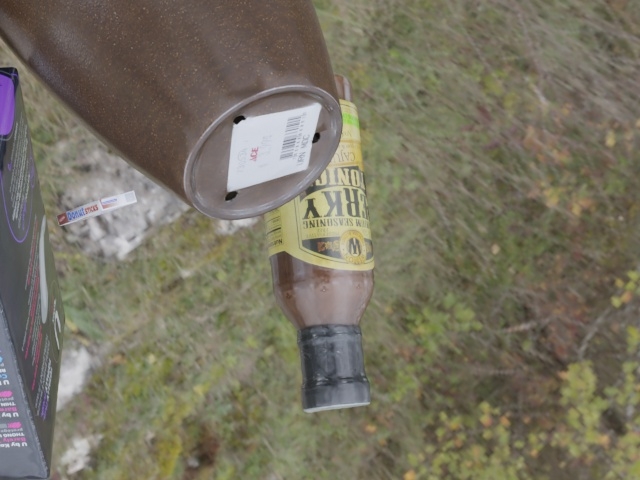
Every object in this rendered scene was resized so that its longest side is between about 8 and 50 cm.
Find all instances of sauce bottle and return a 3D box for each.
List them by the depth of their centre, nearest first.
[{"bbox_3d":[0.000,0.000,1.100,0.111,0.111,0.344,-1,79,-32],"label":"sauce bottle"}]

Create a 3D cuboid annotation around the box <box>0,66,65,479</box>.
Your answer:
[{"bbox_3d":[-0.270,0.032,0.747,0.143,0.165,0.270,-2,136,-5],"label":"box"}]

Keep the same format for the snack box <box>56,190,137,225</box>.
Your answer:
[{"bbox_3d":[-0.367,-0.052,1.746,0.064,0.178,0.022,-19,94,-36],"label":"snack box"}]

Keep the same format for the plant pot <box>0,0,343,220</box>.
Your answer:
[{"bbox_3d":[-0.086,-0.130,0.698,0.215,0.230,0.215,-24,146,-17],"label":"plant pot"}]
